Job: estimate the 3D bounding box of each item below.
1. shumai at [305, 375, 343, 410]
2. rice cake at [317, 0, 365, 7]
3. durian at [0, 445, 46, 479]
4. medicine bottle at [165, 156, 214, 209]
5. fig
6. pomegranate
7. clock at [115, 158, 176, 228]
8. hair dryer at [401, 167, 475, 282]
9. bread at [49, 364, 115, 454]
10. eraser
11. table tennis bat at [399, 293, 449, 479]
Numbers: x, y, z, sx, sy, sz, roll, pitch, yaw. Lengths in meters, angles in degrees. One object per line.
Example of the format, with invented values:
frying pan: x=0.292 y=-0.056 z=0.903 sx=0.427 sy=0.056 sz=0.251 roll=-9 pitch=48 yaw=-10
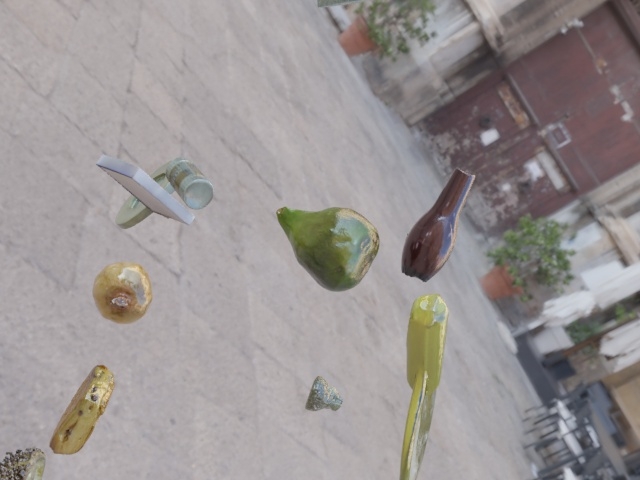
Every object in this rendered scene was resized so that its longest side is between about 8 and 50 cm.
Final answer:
shumai: x=0.012 y=0.368 z=1.678 sx=0.082 sy=0.080 sz=0.083 roll=100 pitch=12 yaw=-56
rice cake: x=0.066 y=-0.515 z=1.510 sx=0.029 sy=0.171 sz=0.033 roll=-15 pitch=104 yaw=-54
durian: x=-0.594 y=0.475 z=1.370 sx=0.091 sy=0.188 sz=0.148 roll=13 pitch=12 yaw=-5
medicine bottle: x=-0.185 y=-0.081 z=1.013 sx=0.047 sy=0.047 sz=0.083 roll=46 pitch=-1 yaw=-41
fig: x=0.000 y=0.000 z=1.772 sx=0.275 sy=0.206 sz=0.206 roll=26 pitch=3 yaw=22
pomegranate: x=-0.638 y=0.168 z=2.340 sx=0.207 sy=0.207 sz=0.207 roll=53 pitch=15 yaw=-22
clock: x=-0.445 y=-0.121 z=1.887 sx=0.029 sy=0.235 sz=0.235 roll=46 pitch=18 yaw=-25
hair dryer: x=0.302 y=-0.045 z=2.008 sx=0.123 sy=0.312 sz=0.340 roll=25 pitch=1 yaw=-6
bread: x=-0.692 y=0.505 z=2.121 sx=0.099 sy=0.235 sz=0.210 roll=33 pitch=14 yaw=-15
eraser: x=-0.283 y=-0.080 z=1.174 sx=0.104 sy=0.023 sz=0.150 roll=19 pitch=-18 yaw=38
table tennis bat: x=0.150 y=0.229 z=1.079 sx=0.224 sy=0.054 sz=0.368 roll=-62 pitch=157 yaw=-48
